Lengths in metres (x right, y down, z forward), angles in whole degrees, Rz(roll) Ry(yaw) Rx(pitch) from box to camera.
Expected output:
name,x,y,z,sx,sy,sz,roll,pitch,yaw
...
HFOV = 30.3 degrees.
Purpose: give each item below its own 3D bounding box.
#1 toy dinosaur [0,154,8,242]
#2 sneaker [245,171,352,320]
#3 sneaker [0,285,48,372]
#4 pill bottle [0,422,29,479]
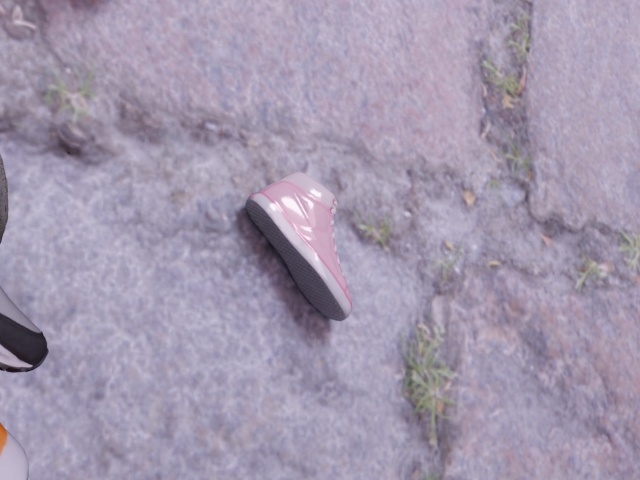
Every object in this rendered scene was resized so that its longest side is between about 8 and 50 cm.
name,x,y,z,sx,sy,sz,roll,pitch,yaw
toy dinosaur,-0.282,-0.051,0.807,0.160,0.121,0.313,-23,88,-22
sneaker,0.000,0.000,1.022,0.070,0.051,0.134,-39,97,-28
sneaker,-0.246,-0.027,0.724,0.108,0.100,0.271,-41,115,-19
pill bottle,-0.371,0.060,0.656,0.392,0.224,0.224,51,57,-13
